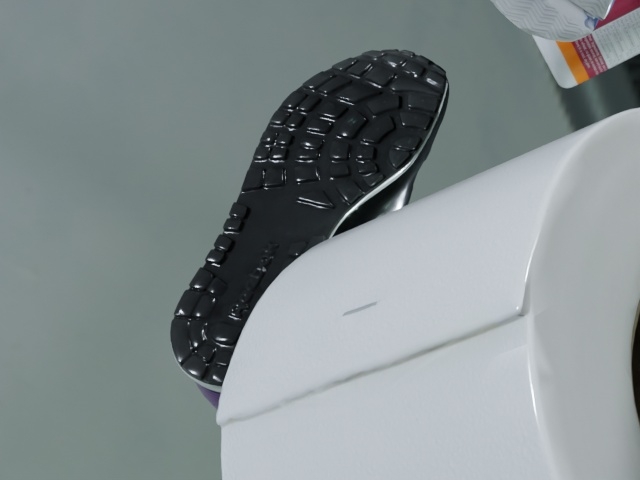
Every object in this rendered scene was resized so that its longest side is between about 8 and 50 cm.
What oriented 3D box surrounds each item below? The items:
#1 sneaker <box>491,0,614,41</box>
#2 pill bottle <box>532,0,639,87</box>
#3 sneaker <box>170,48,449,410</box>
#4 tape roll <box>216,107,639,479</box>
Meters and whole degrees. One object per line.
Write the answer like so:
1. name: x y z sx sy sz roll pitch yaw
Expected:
1. sneaker: 0.219 -0.290 1.155 0.127 0.315 0.182 34 57 1
2. pill bottle: 0.286 -0.234 1.531 0.221 0.121 0.121 -27 120 10
3. sneaker: 0.000 0.000 1.187 0.283 0.107 0.124 -56 152 -19
4. tape roll: 0.104 0.087 0.699 0.246 0.169 0.246 19 61 -37
